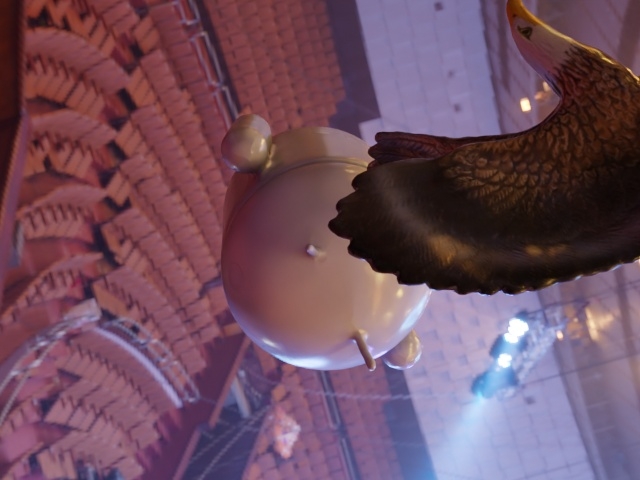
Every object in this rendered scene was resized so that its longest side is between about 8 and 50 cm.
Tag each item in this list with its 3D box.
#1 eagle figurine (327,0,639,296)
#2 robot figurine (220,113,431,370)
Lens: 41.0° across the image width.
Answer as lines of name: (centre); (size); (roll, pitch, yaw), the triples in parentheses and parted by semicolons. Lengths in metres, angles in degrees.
eagle figurine: (0.175, -0.067, 0.602); (0.226, 0.298, 0.225); (33, 24, -47)
robot figurine: (0.000, 0.000, 0.864); (0.300, 0.200, 0.353); (49, 8, -18)
